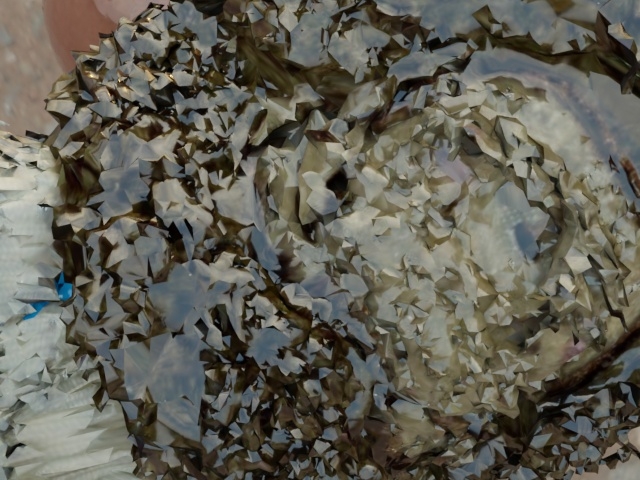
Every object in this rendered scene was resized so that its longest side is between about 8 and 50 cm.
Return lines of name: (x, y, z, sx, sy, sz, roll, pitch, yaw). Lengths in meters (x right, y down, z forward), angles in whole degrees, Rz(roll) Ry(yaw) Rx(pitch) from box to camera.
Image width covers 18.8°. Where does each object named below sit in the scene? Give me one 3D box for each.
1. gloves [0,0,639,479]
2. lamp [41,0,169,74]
gloves: (-0.002, -0.002, 0.568, 0.312, 0.135, 0.210, -15, 96, 7)
lamp: (0.004, -0.162, 0.948, 0.305, 0.239, 0.305, 0, 83, -3)
